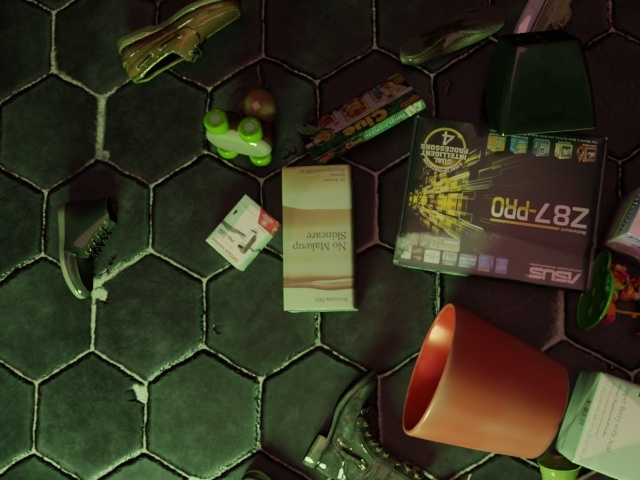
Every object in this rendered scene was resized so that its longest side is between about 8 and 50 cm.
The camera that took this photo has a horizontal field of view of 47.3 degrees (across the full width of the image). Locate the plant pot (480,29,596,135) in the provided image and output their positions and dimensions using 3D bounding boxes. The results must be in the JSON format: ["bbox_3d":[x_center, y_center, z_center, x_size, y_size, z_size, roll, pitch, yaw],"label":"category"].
[{"bbox_3d":[0.427,-0.320,1.447,0.188,0.187,0.167,-6,115,2],"label":"plant pot"}]

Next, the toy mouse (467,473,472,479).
[{"bbox_3d":[0.267,0.532,1.472,0.161,0.031,0.143,36,88,10],"label":"toy mouse"}]

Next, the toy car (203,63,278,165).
[{"bbox_3d":[-0.153,-0.281,1.578,0.148,0.155,0.189,15,75,9],"label":"toy car"}]

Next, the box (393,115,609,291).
[{"bbox_3d":[0.366,-0.076,1.506,0.394,0.097,0.318,9,86,9],"label":"box"}]

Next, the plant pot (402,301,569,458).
[{"bbox_3d":[0.317,0.281,1.395,0.243,0.275,0.275,20,85,-1],"label":"plant pot"}]

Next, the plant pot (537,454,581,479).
[{"bbox_3d":[0.469,0.475,1.436,0.083,0.083,0.079,0,95,7],"label":"plant pot"}]

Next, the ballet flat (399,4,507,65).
[{"bbox_3d":[0.288,-0.440,1.589,0.249,0.058,0.084,-25,59,-2],"label":"ballet flat"}]

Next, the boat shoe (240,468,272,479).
[{"bbox_3d":[-0.078,0.557,1.491,0.223,0.073,0.080,37,89,11],"label":"boat shoe"}]

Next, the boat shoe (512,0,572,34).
[{"bbox_3d":[0.484,-0.490,1.540,0.094,0.109,0.302,28,84,8],"label":"boat shoe"}]

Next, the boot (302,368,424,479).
[{"bbox_3d":[0.113,0.421,1.489,0.229,0.091,0.263,32,92,5],"label":"boot"}]

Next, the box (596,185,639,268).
[{"bbox_3d":[0.672,-0.004,1.383,0.213,0.243,0.117,26,86,9],"label":"box"}]

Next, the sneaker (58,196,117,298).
[{"bbox_3d":[-0.506,0.011,1.613,0.118,0.083,0.222,-12,80,5],"label":"sneaker"}]

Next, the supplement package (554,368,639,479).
[{"bbox_3d":[0.625,0.376,1.373,0.292,0.175,0.178,19,85,9],"label":"supplement package"}]

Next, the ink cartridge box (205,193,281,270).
[{"bbox_3d":[-0.166,-0.016,1.586,0.099,0.056,0.135,40,89,9],"label":"ink cartridge box"}]

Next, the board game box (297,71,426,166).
[{"bbox_3d":[0.083,-0.260,1.562,0.259,0.030,0.136,-29,43,2],"label":"board game box"}]

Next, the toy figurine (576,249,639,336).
[{"bbox_3d":[0.619,0.123,1.455,0.159,0.130,0.173,20,65,-3],"label":"toy figurine"}]

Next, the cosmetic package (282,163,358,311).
[{"bbox_3d":[0.000,0.000,1.526,0.153,0.129,0.296,-3,83,6],"label":"cosmetic package"}]

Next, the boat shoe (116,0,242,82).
[{"bbox_3d":[-0.303,-0.449,1.642,0.307,0.110,0.105,-22,84,14],"label":"boat shoe"}]
